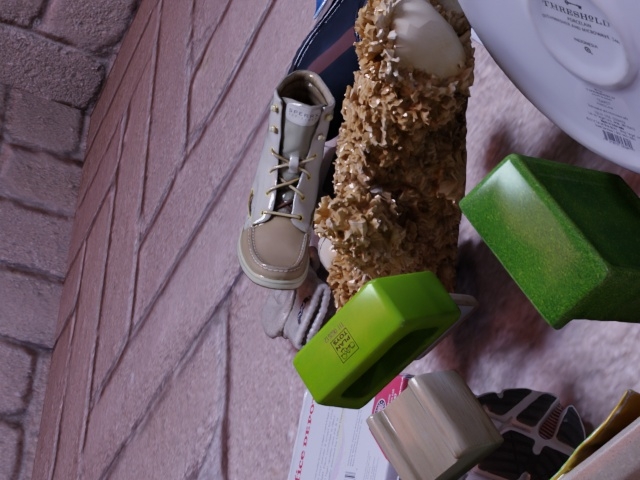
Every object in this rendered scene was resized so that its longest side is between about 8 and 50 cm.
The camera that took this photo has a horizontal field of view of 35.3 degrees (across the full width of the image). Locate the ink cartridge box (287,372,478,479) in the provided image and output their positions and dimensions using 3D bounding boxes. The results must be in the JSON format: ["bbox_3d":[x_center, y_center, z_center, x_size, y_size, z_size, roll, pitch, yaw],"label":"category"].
[{"bbox_3d":[0.044,0.179,0.824,0.175,0.072,0.127,-19,57,64],"label":"ink cartridge box"}]

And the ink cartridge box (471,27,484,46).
[{"bbox_3d":[0.211,-0.218,0.759,0.223,0.045,0.224,-64,23,21],"label":"ink cartridge box"}]

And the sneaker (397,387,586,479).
[{"bbox_3d":[0.087,0.225,0.654,0.279,0.107,0.118,-62,-23,-11],"label":"sneaker"}]

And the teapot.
[{"bbox_3d":[0.205,-0.167,0.544,0.187,0.256,0.252,-41,-7,-10],"label":"teapot"}]

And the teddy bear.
[{"bbox_3d":[0.051,-0.062,0.738,0.338,0.113,0.245,84,-168,-59],"label":"teddy bear"}]

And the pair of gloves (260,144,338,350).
[{"bbox_3d":[0.000,0.000,1.113,0.240,0.042,0.204,-71,19,-5],"label":"pair of gloves"}]

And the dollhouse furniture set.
[{"bbox_3d":[0.153,0.129,0.543,0.197,0.151,0.301,-47,60,25],"label":"dollhouse furniture set"}]

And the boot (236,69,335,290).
[{"bbox_3d":[-0.032,-0.066,1.038,0.213,0.077,0.165,-88,12,-54],"label":"boot"}]

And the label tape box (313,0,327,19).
[{"bbox_3d":[0.036,-0.454,1.182,0.347,0.115,0.249,-59,9,19],"label":"label tape box"}]

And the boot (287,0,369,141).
[{"bbox_3d":[0.052,-0.202,1.070,0.246,0.094,0.207,-62,19,10],"label":"boot"}]
